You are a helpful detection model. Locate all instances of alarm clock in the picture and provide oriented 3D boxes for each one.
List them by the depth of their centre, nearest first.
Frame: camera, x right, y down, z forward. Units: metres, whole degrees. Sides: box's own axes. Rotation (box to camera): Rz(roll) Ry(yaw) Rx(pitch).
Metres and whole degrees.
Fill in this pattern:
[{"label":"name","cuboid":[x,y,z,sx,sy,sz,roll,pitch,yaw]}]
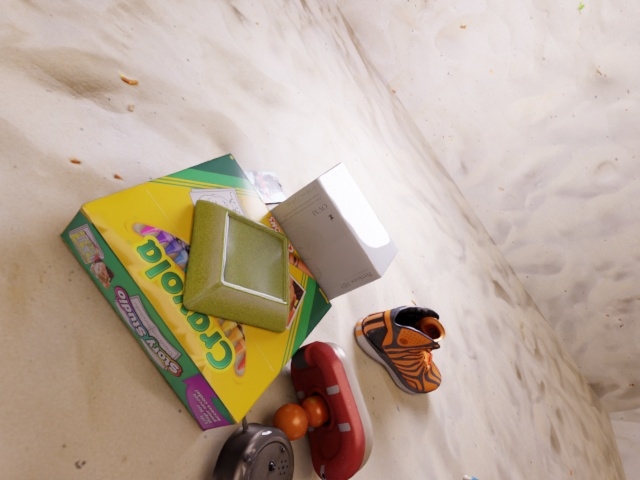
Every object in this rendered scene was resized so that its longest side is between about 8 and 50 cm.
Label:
[{"label":"alarm clock","cuboid":[-0.084,0.358,0.606,0.192,0.064,0.129,60,41,-34]}]

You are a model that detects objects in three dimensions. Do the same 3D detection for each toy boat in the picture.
[{"label":"toy boat","cuboid":[-0.013,0.301,0.698,0.151,0.151,0.231,-9,72,-35]}]

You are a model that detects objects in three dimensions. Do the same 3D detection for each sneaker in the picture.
[{"label":"sneaker","cuboid":[0.248,0.276,0.997,0.321,0.180,0.125,40,40,-27]}]

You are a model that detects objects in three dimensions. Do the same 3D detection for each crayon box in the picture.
[{"label":"crayon box","cuboid":[-0.173,0.061,0.683,0.363,0.106,0.313,56,35,-6]}]

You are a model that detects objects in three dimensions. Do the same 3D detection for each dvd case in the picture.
[{"label":"dvd case","cuboid":[-0.134,-0.124,0.945,0.119,0.013,0.087,-13,77,-53]}]

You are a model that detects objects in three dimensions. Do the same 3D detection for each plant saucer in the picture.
[{"label":"plant saucer","cuboid":[-0.114,0.036,0.643,0.188,0.045,0.188,26,49,-39]}]

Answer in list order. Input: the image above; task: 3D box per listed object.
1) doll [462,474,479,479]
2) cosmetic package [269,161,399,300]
[{"label":"doll","cuboid":[0.345,0.575,0.899,0.129,0.189,0.046,52,36,-12]},{"label":"cosmetic package","cuboid":[0.000,0.000,0.841,0.225,0.224,0.138,55,35,-7]}]
